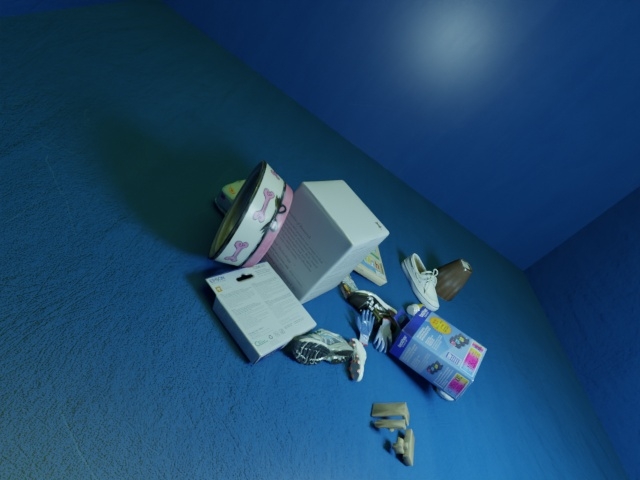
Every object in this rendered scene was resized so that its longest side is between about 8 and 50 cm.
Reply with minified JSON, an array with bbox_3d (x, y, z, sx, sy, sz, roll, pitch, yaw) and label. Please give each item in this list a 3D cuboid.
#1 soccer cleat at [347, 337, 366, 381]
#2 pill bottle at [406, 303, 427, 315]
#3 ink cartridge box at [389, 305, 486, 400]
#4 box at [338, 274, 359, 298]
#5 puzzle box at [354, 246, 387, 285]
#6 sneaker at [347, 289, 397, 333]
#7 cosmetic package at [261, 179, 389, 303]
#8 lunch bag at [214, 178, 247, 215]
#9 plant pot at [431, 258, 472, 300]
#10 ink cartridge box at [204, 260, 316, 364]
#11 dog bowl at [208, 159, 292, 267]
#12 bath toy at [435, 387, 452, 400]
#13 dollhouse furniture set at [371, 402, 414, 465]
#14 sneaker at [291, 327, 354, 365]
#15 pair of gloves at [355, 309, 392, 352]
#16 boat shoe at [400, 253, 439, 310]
[{"bbox_3d":[0.152,0.470,1.594,0.076,0.068,0.196,32,29,-23],"label":"soccer cleat"},{"bbox_3d":[0.508,0.367,2.133,0.116,0.065,0.065,8,44,-45],"label":"pill bottle"},{"bbox_3d":[0.488,0.461,1.770,0.395,0.151,0.270,33,31,20],"label":"ink cartridge box"},{"bbox_3d":[0.128,0.214,1.929,0.094,0.027,0.137,9,43,-45],"label":"box"},{"bbox_3d":[0.185,0.043,2.090,0.409,0.052,0.272,33,34,-38],"label":"puzzle box"},{"bbox_3d":[0.245,0.331,1.845,0.283,0.107,0.124,30,38,-19],"label":"sneaker"},{"bbox_3d":[0.000,0.000,1.693,0.327,0.394,0.329,51,30,15],"label":"cosmetic package"},{"bbox_3d":[-0.322,-0.156,1.807,0.224,0.108,0.279,48,32,3],"label":"lunch bag"},{"bbox_3d":[0.820,0.223,2.514,0.215,0.230,0.215,29,32,-20],"label":"plant pot"},{"bbox_3d":[-0.216,0.242,1.458,0.330,0.071,0.324,48,31,18],"label":"ink cartridge box"},{"bbox_3d":[-0.250,-0.081,1.492,0.150,0.408,0.408,30,32,-19],"label":"dog bowl"},{"bbox_3d":[0.618,0.592,1.910,0.151,0.129,0.348,42,31,-1],"label":"bath toy"},{"bbox_3d":[0.260,0.698,1.461,0.144,0.123,0.151,-60,135,-59],"label":"dollhouse furniture set"},{"bbox_3d":[-0.009,0.386,1.501,0.283,0.110,0.122,23,23,-42],"label":"sneaker"},{"bbox_3d":[0.233,0.394,1.766,0.198,0.023,0.159,24,62,-18],"label":"pair of gloves"},{"bbox_3d":[0.612,0.223,2.346,0.135,0.156,0.367,16,39,-37],"label":"boat shoe"}]
